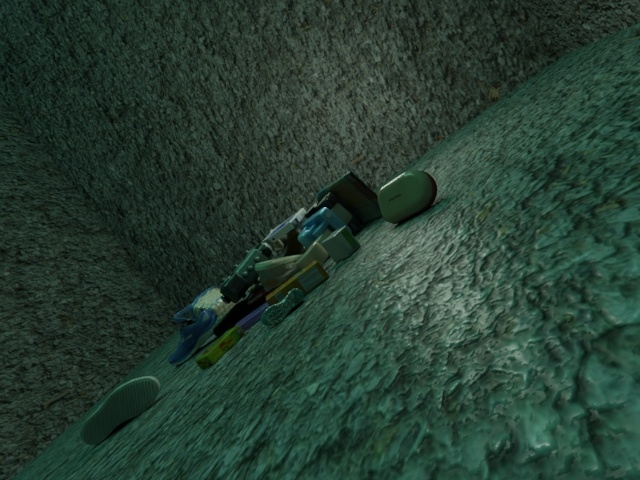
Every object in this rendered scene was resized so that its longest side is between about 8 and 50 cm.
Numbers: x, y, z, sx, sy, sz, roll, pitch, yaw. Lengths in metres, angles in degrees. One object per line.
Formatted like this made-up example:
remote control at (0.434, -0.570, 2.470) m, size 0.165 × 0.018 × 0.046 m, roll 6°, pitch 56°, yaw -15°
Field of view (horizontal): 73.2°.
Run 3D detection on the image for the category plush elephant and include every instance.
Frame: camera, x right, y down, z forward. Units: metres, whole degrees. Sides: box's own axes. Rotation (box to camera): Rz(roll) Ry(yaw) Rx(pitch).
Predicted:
plush elephant at (-0.152, 0.004, 2.401) m, size 0.330 × 0.255 × 0.272 m, roll -36°, pitch 6°, yaw 6°

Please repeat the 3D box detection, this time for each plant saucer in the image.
plant saucer at (-0.249, 0.245, 2.136) m, size 0.278 × 0.041 × 0.278 m, roll -36°, pitch 6°, yaw 4°

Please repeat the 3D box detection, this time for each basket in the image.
basket at (-0.618, 0.374, 2.343) m, size 0.289 × 0.201 × 0.255 m, roll 4°, pitch 28°, yaw 30°

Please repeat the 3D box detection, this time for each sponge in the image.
sponge at (-0.266, 0.309, 1.753) m, size 0.210 × 0.031 × 0.117 m, roll -36°, pitch 6°, yaw 9°

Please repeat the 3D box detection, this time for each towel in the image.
towel at (0.147, -0.180, 2.056) m, size 0.040 × 0.271 × 0.370 m, roll -56°, pitch 14°, yaw -22°

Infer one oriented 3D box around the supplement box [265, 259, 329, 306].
supplement box at (-0.084, 0.168, 1.559) m, size 0.233 × 0.080 × 0.078 m, roll -35°, pitch 8°, yaw -4°

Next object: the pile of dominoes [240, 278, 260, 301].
pile of dominoes at (-0.328, 0.243, 2.186) m, size 0.196 × 0.040 × 0.251 m, roll -52°, pitch 10°, yaw -6°

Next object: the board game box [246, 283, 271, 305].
board game box at (-0.256, 0.216, 2.075) m, size 0.145 × 0.027 × 0.281 m, roll -35°, pitch 6°, yaw 13°

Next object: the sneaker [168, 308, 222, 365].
sneaker at (-0.619, 0.452, 2.054) m, size 0.330 × 0.147 × 0.130 m, roll -48°, pitch 4°, yaw 6°

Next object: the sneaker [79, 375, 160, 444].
sneaker at (-0.760, 0.624, 1.669) m, size 0.366 × 0.135 × 0.150 m, roll -35°, pitch 9°, yaw 5°

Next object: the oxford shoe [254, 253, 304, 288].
oxford shoe at (-0.155, 0.136, 1.988) m, size 0.169 × 0.130 × 0.449 m, roll -14°, pitch -1°, yaw 22°

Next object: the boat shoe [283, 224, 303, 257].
boat shoe at (-0.130, 0.043, 2.227) m, size 0.096 × 0.098 × 0.277 m, roll -69°, pitch -6°, yaw -54°

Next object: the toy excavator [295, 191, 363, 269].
toy excavator at (0.000, 0.000, 1.978) m, size 0.445 × 0.222 × 0.433 m, roll -54°, pitch 10°, yaw -24°

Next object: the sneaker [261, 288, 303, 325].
sneaker at (-0.126, 0.232, 1.457) m, size 0.166 × 0.065 × 0.076 m, roll -35°, pitch -11°, yaw -13°

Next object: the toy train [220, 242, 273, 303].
toy train at (-0.343, 0.152, 2.018) m, size 0.334 × 0.142 × 0.190 m, roll -52°, pitch 6°, yaw -20°

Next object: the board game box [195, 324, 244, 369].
board game box at (-0.374, 0.398, 1.613) m, size 0.092 × 0.043 × 0.181 m, roll -32°, pitch 7°, yaw 41°

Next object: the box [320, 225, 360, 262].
box at (0.078, 0.015, 1.691) m, size 0.087 × 0.101 × 0.102 m, roll -41°, pitch 7°, yaw -34°

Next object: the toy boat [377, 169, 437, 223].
toy boat at (0.326, -0.155, 1.540) m, size 0.151 × 0.151 × 0.231 m, roll -5°, pitch -15°, yaw -36°

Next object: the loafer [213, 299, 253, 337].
loafer at (-0.408, 0.354, 1.993) m, size 0.220 × 0.080 × 0.078 m, roll -39°, pitch 6°, yaw -19°

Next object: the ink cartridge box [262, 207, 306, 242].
ink cartridge box at (-0.183, -0.066, 2.188) m, size 0.208 × 0.045 × 0.206 m, roll -32°, pitch 11°, yaw 27°
